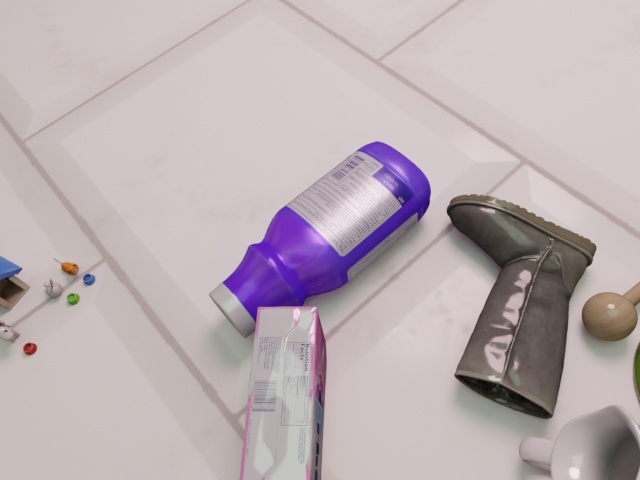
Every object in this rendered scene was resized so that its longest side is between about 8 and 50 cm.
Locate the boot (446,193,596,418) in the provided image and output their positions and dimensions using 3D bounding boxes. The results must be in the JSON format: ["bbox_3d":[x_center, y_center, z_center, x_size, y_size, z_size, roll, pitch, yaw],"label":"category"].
[{"bbox_3d":[0.196,0.064,0.577,0.190,0.076,0.208,24,73,21],"label":"boot"}]

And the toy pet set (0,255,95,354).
[{"bbox_3d":[-0.374,0.059,0.644,0.114,0.065,0.122,24,65,19],"label":"toy pet set"}]

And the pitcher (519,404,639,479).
[{"bbox_3d":[0.295,0.212,0.438,0.207,0.177,0.125,21,73,-4],"label":"pitcher"}]

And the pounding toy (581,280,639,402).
[{"bbox_3d":[0.400,0.109,0.495,0.183,0.110,0.236,-28,61,-9],"label":"pounding toy"}]

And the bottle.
[{"bbox_3d":[0.000,0.000,0.616,0.283,0.092,0.118,-40,63,-15],"label":"bottle"}]

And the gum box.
[{"bbox_3d":[-0.031,0.163,0.518,0.062,0.107,0.188,-1,60,6],"label":"gum box"}]
